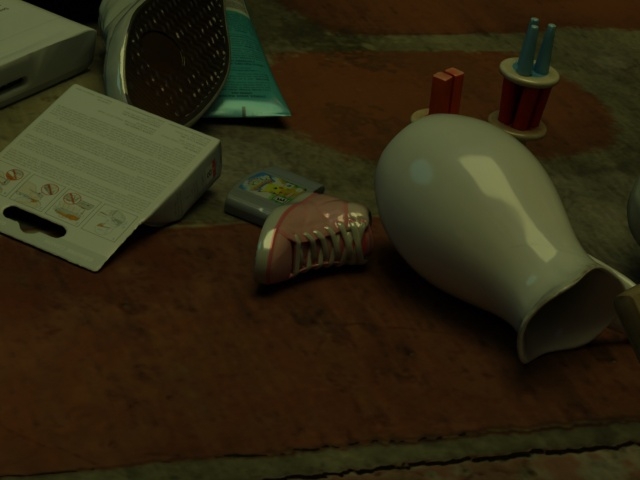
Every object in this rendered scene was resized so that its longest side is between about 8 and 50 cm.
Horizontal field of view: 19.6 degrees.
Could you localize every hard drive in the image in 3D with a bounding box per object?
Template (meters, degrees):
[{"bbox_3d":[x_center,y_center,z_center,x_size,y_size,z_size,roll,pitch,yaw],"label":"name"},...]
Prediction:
[{"bbox_3d":[-0.410,-0.198,1.642,0.353,0.047,0.233,24,31,22],"label":"hard drive"}]

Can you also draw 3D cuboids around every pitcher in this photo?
[{"bbox_3d":[0.149,0.000,1.402,0.178,0.125,0.207,10,30,-49],"label":"pitcher"}]

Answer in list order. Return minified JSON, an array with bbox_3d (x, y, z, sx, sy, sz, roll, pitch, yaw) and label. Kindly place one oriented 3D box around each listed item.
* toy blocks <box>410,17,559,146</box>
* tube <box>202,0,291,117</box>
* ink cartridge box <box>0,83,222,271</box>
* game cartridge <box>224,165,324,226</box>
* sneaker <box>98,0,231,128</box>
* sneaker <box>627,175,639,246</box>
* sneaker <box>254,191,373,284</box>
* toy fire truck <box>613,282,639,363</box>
[{"bbox_3d":[0.138,-0.116,1.561,0.123,0.148,0.054,0,29,-19],"label":"toy blocks"},{"bbox_3d":[-0.082,-0.168,1.698,0.080,0.052,0.207,-5,35,-8],"label":"tube"},{"bbox_3d":[-0.181,-0.040,1.450,0.145,0.045,0.179,22,48,20],"label":"ink cartridge box"},{"bbox_3d":[-0.040,-0.036,1.496,0.056,0.017,0.083,18,29,22],"label":"game cartridge"},{"bbox_3d":[-0.148,-0.171,1.650,0.106,0.123,0.290,33,40,-20],"label":"sneaker"},{"bbox_3d":[0.384,-0.053,1.583,0.384,0.145,0.147,-19,8,-38],"label":"sneaker"},{"bbox_3d":[0.000,0.000,1.402,0.070,0.051,0.134,13,23,16],"label":"sneaker"},{"bbox_3d":[0.223,0.138,1.012,0.158,0.246,0.217,20,30,18],"label":"toy fire truck"}]
